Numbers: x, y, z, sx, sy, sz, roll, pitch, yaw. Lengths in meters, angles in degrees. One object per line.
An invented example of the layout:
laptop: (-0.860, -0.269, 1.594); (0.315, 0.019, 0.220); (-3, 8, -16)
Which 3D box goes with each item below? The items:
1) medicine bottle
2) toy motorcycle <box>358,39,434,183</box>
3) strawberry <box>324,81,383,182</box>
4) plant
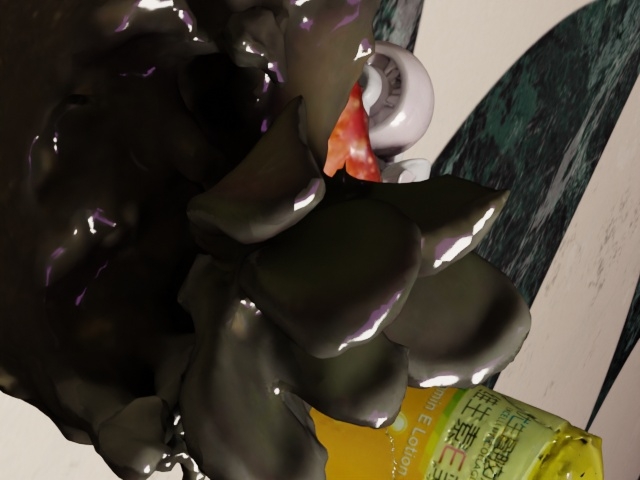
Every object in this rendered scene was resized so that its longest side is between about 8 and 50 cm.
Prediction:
medicine bottle: (0.081, 0.149, 1.239); (0.124, 0.239, 0.124); (-50, 151, -40)
toy motorcycle: (0.000, 0.000, 1.070); (0.254, 0.112, 0.112); (-62, 158, -1)
strawberry: (-0.053, -0.029, 0.952); (0.175, 0.107, 0.236); (43, 67, -28)
plant: (-0.052, -0.027, 0.688); (0.199, 0.276, 0.188); (-11, 124, -50)
